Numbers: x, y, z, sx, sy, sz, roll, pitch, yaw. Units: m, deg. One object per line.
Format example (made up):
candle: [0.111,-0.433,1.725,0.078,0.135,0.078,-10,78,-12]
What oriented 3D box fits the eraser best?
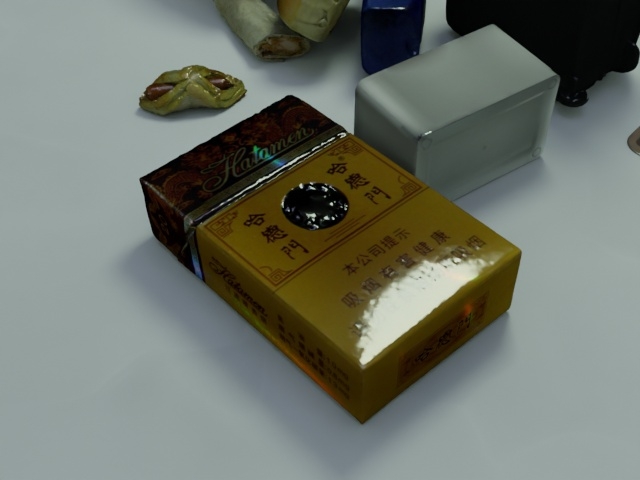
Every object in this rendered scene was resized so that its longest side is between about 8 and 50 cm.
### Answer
eraser: [0.123,-0.407,1.489,0.102,0.155,0.332,4,48,7]

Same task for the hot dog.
hot dog: [-0.196,-0.234,1.391,0.169,0.061,0.078,-11,48,-9]

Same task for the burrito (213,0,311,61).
burrito: [-0.110,-0.366,1.516,0.087,0.060,0.226,-21,50,-24]

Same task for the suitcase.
suitcase: [0.331,-0.417,1.361,0.188,0.345,0.339,-35,55,-22]

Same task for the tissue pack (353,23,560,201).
tissue pack: [0.184,-0.163,1.249,0.246,0.159,0.136,-26,53,-23]

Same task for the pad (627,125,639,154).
pad: [0.589,-0.168,1.349,0.176,0.002,0.266,33,56,29]

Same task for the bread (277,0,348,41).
bread: [0.000,-0.405,1.463,0.106,0.140,0.236,29,24,-4]

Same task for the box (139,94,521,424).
box: [0.000,0.000,1.126,0.264,0.115,0.415,-33,55,-25]
